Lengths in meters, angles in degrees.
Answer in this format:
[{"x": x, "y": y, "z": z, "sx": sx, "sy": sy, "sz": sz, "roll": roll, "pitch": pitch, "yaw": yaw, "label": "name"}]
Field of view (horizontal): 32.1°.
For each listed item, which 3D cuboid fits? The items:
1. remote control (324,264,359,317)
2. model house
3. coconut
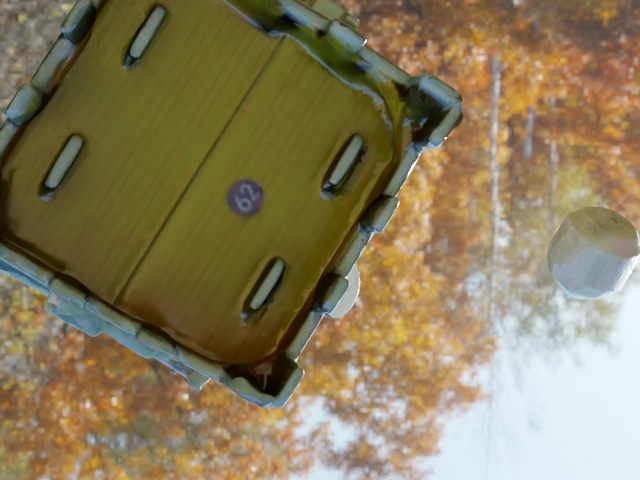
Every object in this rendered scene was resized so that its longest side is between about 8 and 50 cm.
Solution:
[{"x": 0.000, "y": 0.000, "z": 1.395, "sx": 0.022, "sy": 0.245, "sz": 0.077, "roll": 20, "pitch": -127, "yaw": 39, "label": "remote control"}, {"x": -0.069, "y": -0.038, "z": 0.610, "sx": 0.198, "sy": 0.224, "sz": 0.215, "roll": 31, "pitch": 176, "yaw": -9, "label": "model house"}, {"x": 0.343, "y": 0.023, "z": 1.405, "sx": 0.110, "sy": 0.124, "sz": 0.110, "roll": 18, "pitch": -147, "yaw": -12, "label": "coconut"}]
